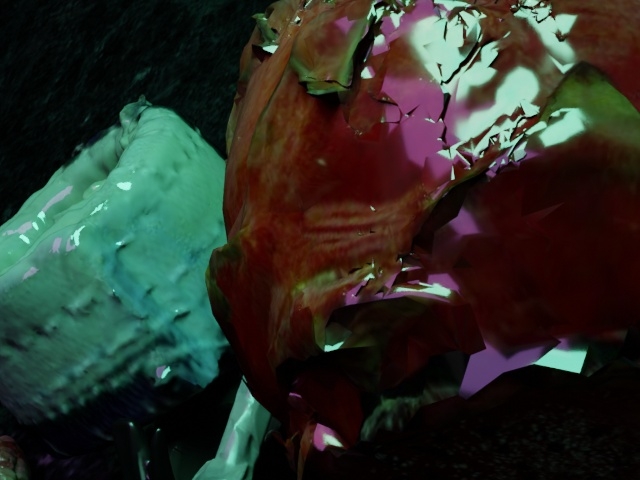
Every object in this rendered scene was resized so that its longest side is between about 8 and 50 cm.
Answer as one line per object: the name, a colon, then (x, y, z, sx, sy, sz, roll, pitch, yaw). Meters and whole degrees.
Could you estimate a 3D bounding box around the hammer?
hammer: (0.001, 0.000, 0.813, 0.044, 0.152, 0.427, -8, 51, 43)

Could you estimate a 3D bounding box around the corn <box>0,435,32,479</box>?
corn: (-0.225, 0.226, 0.920, 0.079, 0.079, 0.237, -35, 34, 19)

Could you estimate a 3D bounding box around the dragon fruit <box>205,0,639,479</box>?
dragon fruit: (0.089, 0.003, 0.605, 0.295, 0.295, 0.302, -38, 44, 15)

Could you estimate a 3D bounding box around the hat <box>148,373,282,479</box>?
hat: (-0.060, 0.138, 0.838, 0.121, 0.050, 0.121, -29, 30, 19)

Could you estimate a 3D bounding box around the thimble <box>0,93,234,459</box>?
thimble: (-0.136, 0.027, 0.903, 0.237, 0.150, 0.237, -39, 16, 14)
